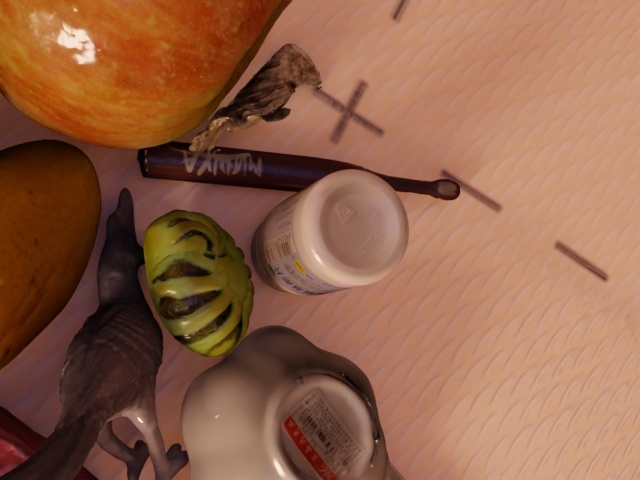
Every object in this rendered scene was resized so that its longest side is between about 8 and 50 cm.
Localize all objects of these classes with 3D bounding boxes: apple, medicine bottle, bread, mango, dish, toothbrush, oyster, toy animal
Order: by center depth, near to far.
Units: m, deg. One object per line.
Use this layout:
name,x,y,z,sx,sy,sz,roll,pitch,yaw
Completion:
mango,-0.277,0.011,0.630,0.262,0.130,0.167,-55,149,-52
toy animal,-0.175,0.131,0.646,0.081,0.367,0.206,-10,123,6
apple,-0.160,-0.233,0.653,0.250,0.277,0.309,36,36,-6
dish,-0.012,0.181,0.697,0.229,0.081,0.229,12,65,-27
bread,-0.110,0.036,0.715,0.130,0.071,0.139,52,22,-40
medicine bottle,0.000,0.000,0.728,0.102,0.186,0.103,3,81,-22
oyster,-0.070,-0.144,0.772,0.106,0.200,0.061,-24,105,19
toothbrush,-0.010,-0.071,0.816,0.364,0.041,0.041,4,81,-20

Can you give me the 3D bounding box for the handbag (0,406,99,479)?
handbag,-0.270,0.230,0.620,0.225,0.135,0.146,39,73,-8

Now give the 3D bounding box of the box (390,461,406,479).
box,0.046,0.306,0.780,0.142,0.044,0.285,-42,97,-17
